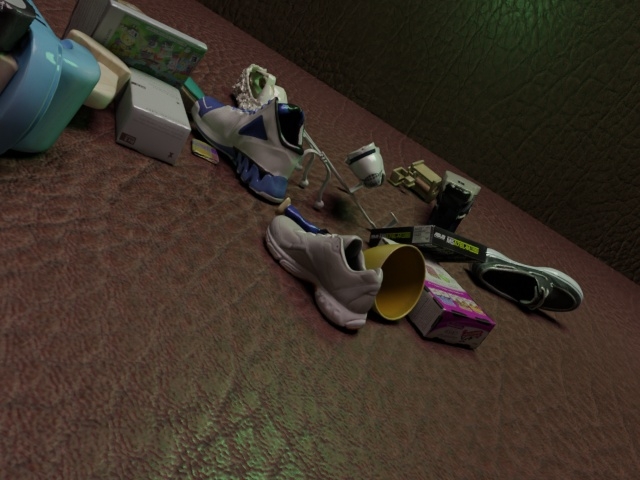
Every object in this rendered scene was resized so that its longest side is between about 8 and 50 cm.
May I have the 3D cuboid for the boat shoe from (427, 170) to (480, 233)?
[{"bbox_3d":[0.397,-0.113,1.888,0.127,0.158,0.340,29,17,12],"label":"boat shoe"}]

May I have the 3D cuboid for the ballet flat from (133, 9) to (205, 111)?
[{"bbox_3d":[-0.365,-0.371,1.371,0.316,0.106,0.108,50,11,-50],"label":"ballet flat"}]

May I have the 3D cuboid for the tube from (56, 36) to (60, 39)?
[{"bbox_3d":[-0.624,-0.444,1.261,0.207,0.080,0.052,41,-23,22],"label":"tube"}]

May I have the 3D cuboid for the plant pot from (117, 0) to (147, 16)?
[{"bbox_3d":[-0.542,-0.602,1.702,0.109,0.096,0.109,43,23,27],"label":"plant pot"}]

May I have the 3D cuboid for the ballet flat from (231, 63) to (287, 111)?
[{"bbox_3d":[-0.164,-0.399,1.750,0.146,0.147,0.409,20,24,-33],"label":"ballet flat"}]

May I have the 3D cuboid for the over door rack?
[{"bbox_3d":[0.019,-0.146,1.493,0.324,0.108,0.240,37,14,-36],"label":"over door rack"}]

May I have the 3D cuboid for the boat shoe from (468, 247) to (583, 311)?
[{"bbox_3d":[0.545,0.130,1.628,0.334,0.121,0.119,18,29,-8],"label":"boat shoe"}]

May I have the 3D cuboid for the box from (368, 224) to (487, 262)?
[{"bbox_3d":[0.235,0.011,1.363,0.184,0.045,0.190,15,-11,-36],"label":"box"}]

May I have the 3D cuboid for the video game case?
[{"bbox_3d":[-0.371,-0.366,1.263,0.212,0.193,0.023,15,43,-41],"label":"video game case"}]

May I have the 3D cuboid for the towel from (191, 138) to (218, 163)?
[{"bbox_3d":[-0.245,-0.189,1.303,0.060,0.009,0.083,23,21,-24],"label":"towel"}]

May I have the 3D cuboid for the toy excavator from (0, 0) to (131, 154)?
[{"bbox_3d":[-0.435,-0.258,0.943,0.433,0.222,0.445,49,12,34],"label":"toy excavator"}]

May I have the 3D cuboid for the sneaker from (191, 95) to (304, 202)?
[{"bbox_3d":[-0.129,-0.240,1.330,0.315,0.182,0.127,47,16,31],"label":"sneaker"}]

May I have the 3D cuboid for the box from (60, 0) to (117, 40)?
[{"bbox_3d":[-0.439,-0.474,1.216,0.067,0.324,0.063,19,29,-31],"label":"box"}]

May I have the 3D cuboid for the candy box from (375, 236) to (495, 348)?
[{"bbox_3d":[0.211,0.102,1.214,0.159,0.071,0.233,18,24,-37],"label":"candy box"}]

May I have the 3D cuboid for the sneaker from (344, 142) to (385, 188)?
[{"bbox_3d":[0.112,-0.166,1.455,0.095,0.090,0.235,63,11,0],"label":"sneaker"}]

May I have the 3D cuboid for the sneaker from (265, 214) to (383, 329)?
[{"bbox_3d":[0.012,0.022,1.026,0.099,0.121,0.262,7,31,-50],"label":"sneaker"}]

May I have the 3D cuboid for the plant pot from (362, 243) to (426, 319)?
[{"bbox_3d":[0.108,0.063,1.096,0.134,0.134,0.095,13,3,-43],"label":"plant pot"}]

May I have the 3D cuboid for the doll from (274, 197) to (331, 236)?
[{"bbox_3d":[0.000,0.000,1.150,0.189,0.046,0.129,41,-7,6],"label":"doll"}]

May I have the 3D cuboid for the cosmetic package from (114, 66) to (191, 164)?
[{"bbox_3d":[-0.330,-0.246,1.200,0.117,0.086,0.231,20,22,-30],"label":"cosmetic package"}]

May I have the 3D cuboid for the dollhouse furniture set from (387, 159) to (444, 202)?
[{"bbox_3d":[0.337,-0.163,2.066,0.160,0.101,0.182,-21,52,-36],"label":"dollhouse furniture set"}]
